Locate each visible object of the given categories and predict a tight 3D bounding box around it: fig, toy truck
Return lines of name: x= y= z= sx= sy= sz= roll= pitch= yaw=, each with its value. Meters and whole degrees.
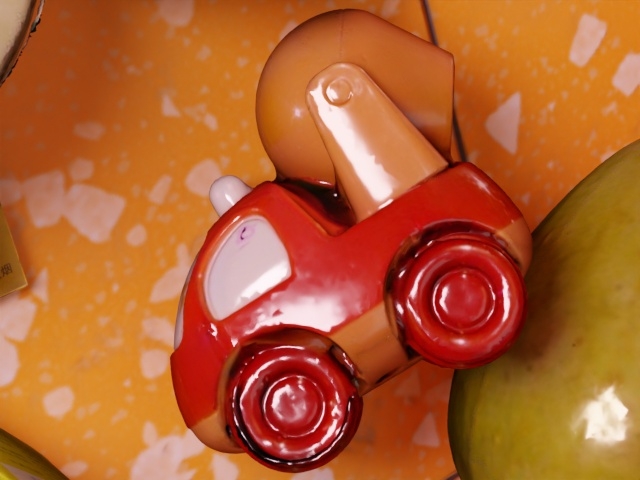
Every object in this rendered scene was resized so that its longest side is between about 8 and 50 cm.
fig: x=0.231 y=0.081 z=1.359 sx=0.258 sy=0.258 sz=0.326 roll=33 pitch=71 yaw=-37
toy truck: x=0.000 y=0.000 z=1.219 sx=0.265 sy=0.189 sz=0.239 roll=-33 pitch=86 yaw=-1

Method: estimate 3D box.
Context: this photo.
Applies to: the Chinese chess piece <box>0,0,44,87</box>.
Chinese chess piece: x=-0.294 y=-0.165 z=0.916 sx=0.349 sy=0.146 sz=0.349 roll=7 pitch=79 yaw=-37

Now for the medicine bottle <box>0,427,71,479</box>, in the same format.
medicine bottle: x=-0.189 y=0.188 z=1.099 sx=0.141 sy=0.250 sz=0.137 roll=35 pitch=85 yaw=-35

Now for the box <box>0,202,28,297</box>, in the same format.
box: x=-0.232 y=-0.026 z=1.140 sx=0.089 sy=0.022 sz=0.156 roll=-26 pitch=118 yaw=-27
